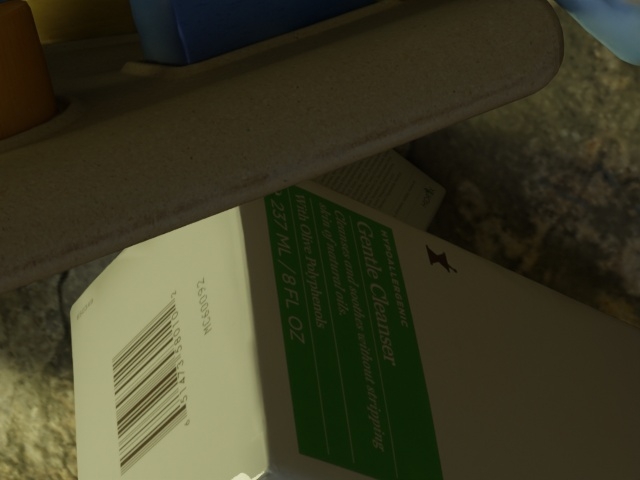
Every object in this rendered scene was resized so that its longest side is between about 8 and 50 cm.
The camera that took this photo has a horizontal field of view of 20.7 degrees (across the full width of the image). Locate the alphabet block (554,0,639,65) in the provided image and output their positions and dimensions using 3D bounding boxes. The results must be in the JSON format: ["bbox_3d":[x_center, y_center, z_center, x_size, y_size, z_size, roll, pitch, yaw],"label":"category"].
[{"bbox_3d":[0.144,-0.227,0.747,0.193,0.197,0.192,42,125,-8],"label":"alphabet block"}]

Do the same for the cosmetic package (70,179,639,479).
[{"bbox_3d":[0.063,0.124,0.904,0.365,0.197,0.155,21,131,-33],"label":"cosmetic package"}]

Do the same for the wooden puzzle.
[{"bbox_3d":[-0.118,-0.086,0.775,0.348,0.322,0.080,23,129,57],"label":"wooden puzzle"}]

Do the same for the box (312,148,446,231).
[{"bbox_3d":[0.000,0.000,0.994,0.087,0.102,0.101,38,126,-3],"label":"box"}]
